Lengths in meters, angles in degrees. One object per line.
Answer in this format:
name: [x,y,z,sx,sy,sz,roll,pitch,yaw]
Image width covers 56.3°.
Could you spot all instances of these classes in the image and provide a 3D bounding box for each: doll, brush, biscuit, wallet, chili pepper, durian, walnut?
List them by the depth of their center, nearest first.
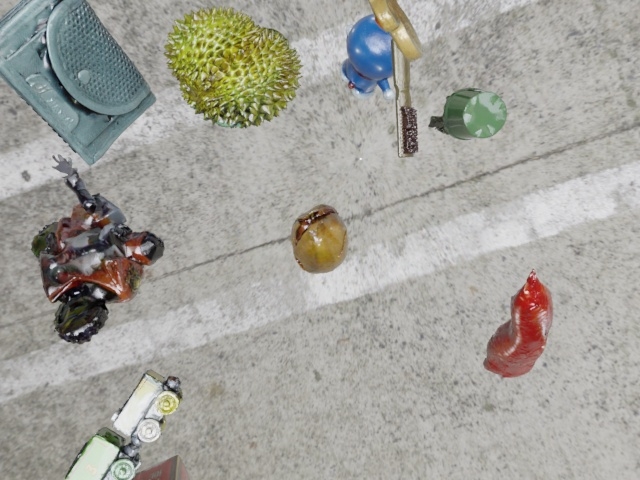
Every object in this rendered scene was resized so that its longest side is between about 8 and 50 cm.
chili pepper: [0.185,0.090,0.553,0.059,0.268,0.050,-33,65,-7]
biscuit: [0.079,-0.346,0.832,0.030,0.153,0.234,-24,131,25]
durian: [-0.180,-0.345,1.231,0.291,0.291,0.224,13,96,2]
brush: [0.179,-0.298,1.249,0.043,0.036,0.247,-9,99,-34]
wallet: [-0.516,-0.351,1.273,0.075,0.342,0.237,24,68,37]
walnut: [0.000,0.000,1.321,0.137,0.245,0.137,3,66,-6]
doll: [0.139,-0.469,1.538,0.215,0.257,0.161,45,72,-4]

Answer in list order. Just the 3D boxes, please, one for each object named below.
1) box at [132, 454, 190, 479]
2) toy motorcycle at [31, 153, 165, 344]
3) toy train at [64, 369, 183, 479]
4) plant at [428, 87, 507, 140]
box: [-0.331,0.446,0.960,0.240,0.153,0.074,-21,90,-10]
toy motorcycle: [-0.400,-0.007,1.040,0.207,0.401,0.134,-32,139,-9]
toy train: [-0.263,0.265,0.806,0.081,0.060,0.202,33,81,-4]
plant: [0.136,-0.120,0.567,0.051,0.102,0.051,-2,102,-10]
